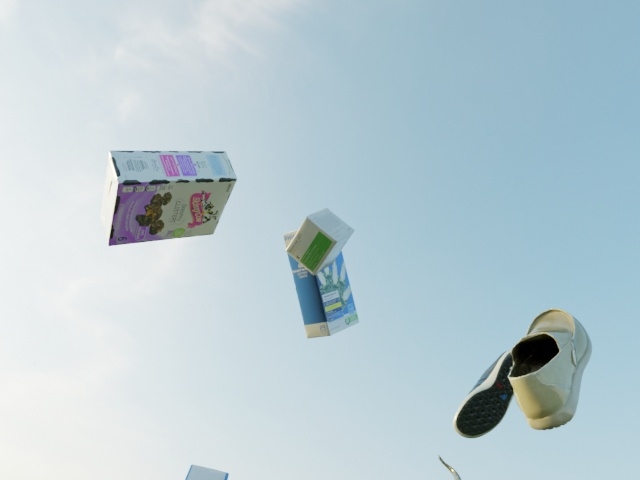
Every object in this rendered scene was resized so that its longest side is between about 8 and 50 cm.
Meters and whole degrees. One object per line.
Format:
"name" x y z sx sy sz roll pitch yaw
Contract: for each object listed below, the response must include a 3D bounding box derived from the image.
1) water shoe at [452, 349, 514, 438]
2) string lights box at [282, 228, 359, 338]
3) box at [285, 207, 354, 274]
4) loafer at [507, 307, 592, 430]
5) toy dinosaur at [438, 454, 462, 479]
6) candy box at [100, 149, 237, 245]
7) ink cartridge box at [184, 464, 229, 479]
"water shoe" 0.336 0.305 0.929 0.073 0.203 0.080 43 -11 15
"string lights box" 0.002 0.096 1.168 0.076 0.133 0.260 -15 -93 37
"box" 0.000 0.000 1.019 0.087 0.102 0.101 40 -62 12
"loafer" 0.369 0.181 0.764 0.101 0.268 0.092 -29 -81 36
"toy dinosaur" 0.367 0.667 1.209 0.063 0.118 0.268 -9 2 -5
"candy box" -0.264 -0.074 0.817 0.196 0.070 0.165 -8 -32 -34
"ink cartridge box" -0.233 0.535 0.847 0.082 0.140 0.191 12 -80 -3
